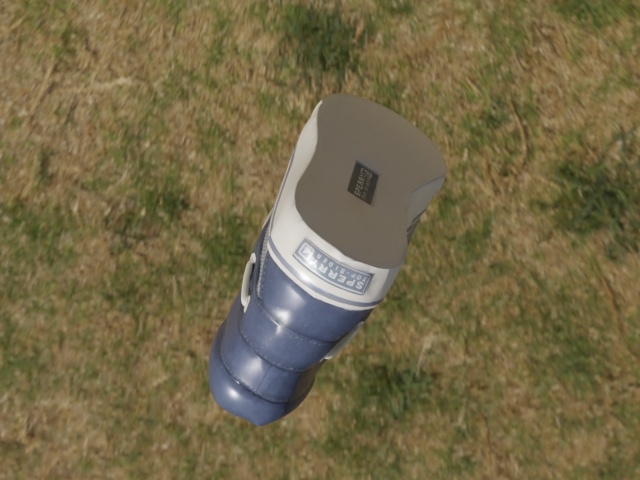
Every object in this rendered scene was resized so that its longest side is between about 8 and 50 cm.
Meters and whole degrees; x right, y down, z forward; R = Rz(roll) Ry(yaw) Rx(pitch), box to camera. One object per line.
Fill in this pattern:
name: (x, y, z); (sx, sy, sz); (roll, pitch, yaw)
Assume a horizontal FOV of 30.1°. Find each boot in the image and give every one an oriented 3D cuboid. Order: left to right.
boot: (0.000, 0.000, 0.513); (0.069, 0.190, 0.086); (33, 115, 0)
